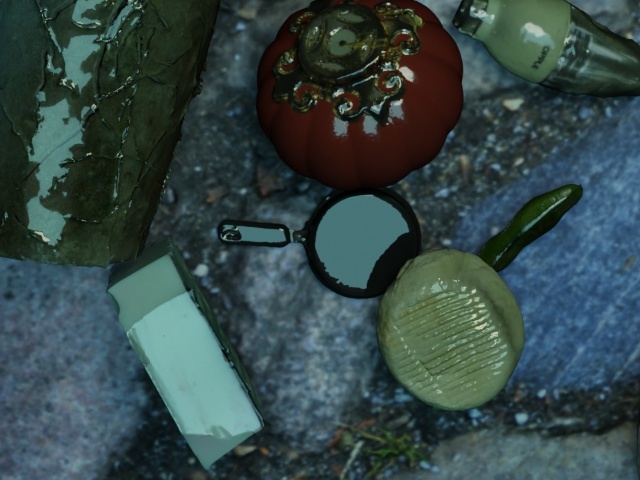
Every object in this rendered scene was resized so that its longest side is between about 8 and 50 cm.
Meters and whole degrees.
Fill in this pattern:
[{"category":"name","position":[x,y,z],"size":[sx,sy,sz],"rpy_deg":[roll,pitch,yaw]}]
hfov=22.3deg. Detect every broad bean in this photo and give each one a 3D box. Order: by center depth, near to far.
[{"category":"broad bean","position":[0.222,0.005,1.858],"size":[0.061,0.046,0.195],"rpy_deg":[24,108,-30]}]

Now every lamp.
[{"category":"lamp","position":[0.043,-0.159,1.735],"size":[0.227,0.227,0.227],"rpy_deg":[-1,102,-4]},{"category":"lamp","position":[0.263,-0.214,1.787],"size":[0.250,0.101,0.101],"rpy_deg":[19,100,-10]}]

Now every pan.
[{"category":"pan","position":[0.000,0.000,1.849],"size":[0.235,0.028,0.136],"rpy_deg":[3,101,-5]}]

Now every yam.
[{"category":"yam","position":[-0.248,-0.147,1.694],"size":[0.241,0.241,0.348],"rpy_deg":[15,101,-7]}]

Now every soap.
[{"category":"soap","position":[-0.145,0.123,1.804],"size":[0.091,0.145,0.230],"rpy_deg":[-29,103,2]}]

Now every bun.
[{"category":"bun","position":[0.146,0.097,1.835],"size":[0.164,0.111,0.188],"rpy_deg":[-29,107,19]}]

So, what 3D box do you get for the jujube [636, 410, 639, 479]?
[{"category":"jujube","position":[0.477,0.185,1.816],"size":[0.215,0.246,0.308],"rpy_deg":[12,94,-8]}]
